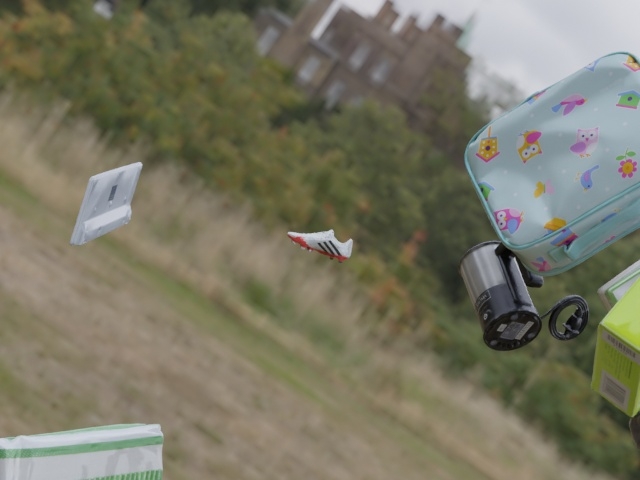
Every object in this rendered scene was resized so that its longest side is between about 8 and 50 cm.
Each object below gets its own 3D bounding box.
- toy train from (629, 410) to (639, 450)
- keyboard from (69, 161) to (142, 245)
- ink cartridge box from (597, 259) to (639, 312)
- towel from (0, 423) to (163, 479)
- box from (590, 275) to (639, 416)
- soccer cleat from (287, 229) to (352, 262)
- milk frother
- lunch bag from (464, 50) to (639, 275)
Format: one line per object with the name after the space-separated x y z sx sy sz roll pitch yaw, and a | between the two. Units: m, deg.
0.399 0.117 1.576 0.142 0.190 0.334 45 -20 -1 | toy train
-0.224 -0.041 1.937 0.014 0.072 0.256 13 7 4 | keyboard
0.451 0.054 2.222 0.119 0.207 0.353 57 4 5 | ink cartridge box
-0.241 0.348 1.809 0.038 0.325 0.248 1 -1 32 | towel
0.252 0.026 1.234 0.042 0.178 0.109 37 -19 21 | box
0.000 0.000 2.282 0.083 0.036 0.029 21 2 -4 | soccer cleat
0.283 0.075 2.545 0.143 0.129 0.135 29 32 -39 | milk frother
0.334 -0.090 2.354 0.108 0.279 0.224 40 23 -54 | lunch bag
